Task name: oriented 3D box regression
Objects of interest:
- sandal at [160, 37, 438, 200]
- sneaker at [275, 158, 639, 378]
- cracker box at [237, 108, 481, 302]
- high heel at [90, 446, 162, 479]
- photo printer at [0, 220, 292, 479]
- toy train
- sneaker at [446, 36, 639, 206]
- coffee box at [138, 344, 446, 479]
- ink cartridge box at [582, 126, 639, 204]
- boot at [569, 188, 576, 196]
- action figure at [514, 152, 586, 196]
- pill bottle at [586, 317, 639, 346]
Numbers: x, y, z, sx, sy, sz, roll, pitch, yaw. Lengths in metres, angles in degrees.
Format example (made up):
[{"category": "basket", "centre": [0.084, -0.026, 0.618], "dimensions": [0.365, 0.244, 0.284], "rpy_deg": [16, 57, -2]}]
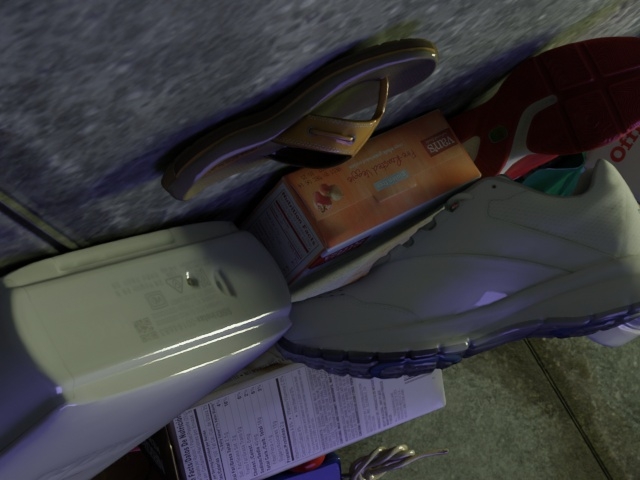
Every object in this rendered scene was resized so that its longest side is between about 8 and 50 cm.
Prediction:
[{"category": "sandal", "centre": [-0.007, -0.062, 0.848], "dimensions": [0.180, 0.049, 0.072], "rpy_deg": [-29, 170, -9]}, {"category": "sneaker", "centre": [0.105, 0.025, 1.060], "dimensions": [0.297, 0.129, 0.111], "rpy_deg": [-13, 169, -10]}, {"category": "cracker box", "centre": [0.000, 0.000, 1.114], "dimensions": [0.155, 0.067, 0.232], "rpy_deg": [-25, 169, -34]}, {"category": "high heel", "centre": [-0.278, 0.259, 1.316], "dimensions": [0.181, 0.127, 0.377], "rpy_deg": [-7, -160, 37]}, {"category": "photo printer", "centre": [-0.198, 0.114, 0.993], "dimensions": [0.307, 0.107, 0.256], "rpy_deg": [-37, 168, 33]}, {"category": "toy train", "centre": [-0.026, 0.190, 1.300], "dimensions": [0.248, 0.143, 0.105], "rpy_deg": [-16, 125, -14]}, {"category": "sneaker", "centre": [0.178, -0.101, 1.144], "dimensions": [0.221, 0.087, 0.128], "rpy_deg": [-21, -178, 22]}, {"category": "coffee box", "centre": [-0.037, 0.117, 1.232], "dimensions": [0.246, 0.098, 0.141], "rpy_deg": [-19, -156, -19]}, {"category": "ink cartridge box", "centre": [0.358, -0.072, 1.271], "dimensions": [0.153, 0.208, 0.087], "rpy_deg": [-56, 169, 6]}, {"category": "boot", "centre": [0.340, -0.093, 1.597], "dimensions": [0.189, 0.076, 0.208], "rpy_deg": [-40, -175, -37]}, {"category": "action figure", "centre": [0.216, -0.058, 1.446], "dimensions": [0.137, 0.063, 0.232], "rpy_deg": [-27, 165, -28]}, {"category": "pill bottle", "centre": [0.510, -0.022, 1.985], "dimensions": [0.224, 0.224, 0.392], "rpy_deg": [-18, 164, -50]}]
